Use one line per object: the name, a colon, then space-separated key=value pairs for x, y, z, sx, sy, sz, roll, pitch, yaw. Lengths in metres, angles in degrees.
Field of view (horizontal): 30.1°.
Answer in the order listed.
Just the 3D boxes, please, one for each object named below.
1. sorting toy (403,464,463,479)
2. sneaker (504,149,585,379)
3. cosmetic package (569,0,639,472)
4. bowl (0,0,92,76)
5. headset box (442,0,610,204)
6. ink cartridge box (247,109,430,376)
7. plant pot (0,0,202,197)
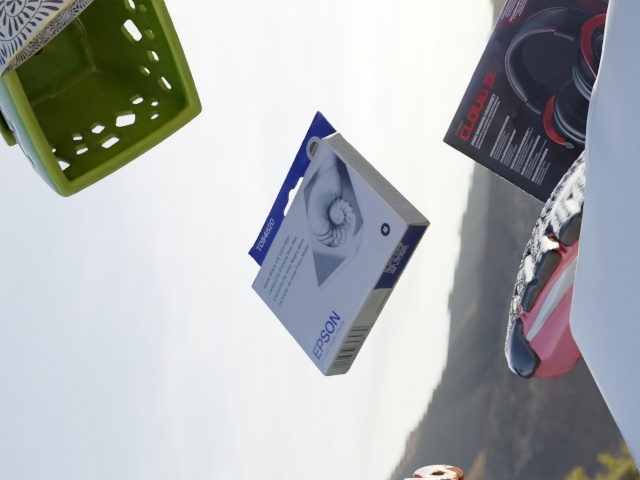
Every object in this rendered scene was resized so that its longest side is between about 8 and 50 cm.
sorting toy: x=0.060 y=0.233 z=0.969 sx=0.274 sy=0.132 sz=0.046 roll=-78 pitch=-15 yaw=-81
sneaker: x=0.215 y=-0.031 z=0.609 sx=0.314 sy=0.136 sz=0.116 roll=-55 pitch=-1 yaw=18
cosmetic package: x=0.219 y=0.092 z=0.280 sx=0.453 sy=0.162 sz=0.230 roll=-108 pitch=10 yaw=-46
bowl: x=-0.297 y=-0.255 z=1.234 sx=0.080 sy=0.170 sz=0.170 roll=47 pitch=-155 yaw=-10
headset box: x=0.280 y=-0.147 z=1.263 sx=0.110 sy=0.293 sz=0.218 roll=7 pitch=-66 yaw=-46
ink cartridge box: x=0.000 y=0.000 z=1.355 sx=0.045 sy=0.224 sz=0.223 roll=-2 pitch=-51 yaw=-42
plant pot: x=-0.319 y=-0.224 z=1.492 sx=0.227 sy=0.207 sz=0.228 roll=-35 pitch=-51 yaw=-24
